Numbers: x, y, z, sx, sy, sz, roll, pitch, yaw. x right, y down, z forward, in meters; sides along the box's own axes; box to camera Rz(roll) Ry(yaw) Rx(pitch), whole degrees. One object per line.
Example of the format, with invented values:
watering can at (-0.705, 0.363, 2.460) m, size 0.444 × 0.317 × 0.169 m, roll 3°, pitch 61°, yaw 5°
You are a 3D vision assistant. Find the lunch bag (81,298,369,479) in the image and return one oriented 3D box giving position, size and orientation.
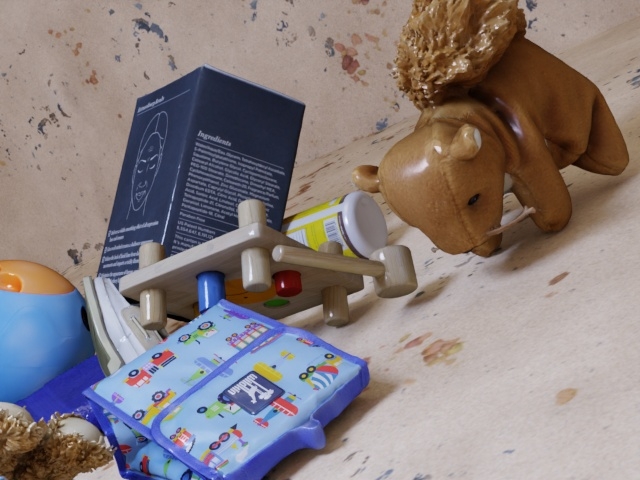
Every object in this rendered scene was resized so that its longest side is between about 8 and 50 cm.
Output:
lunch bag at (-0.093, 0.197, 1.143) m, size 0.221 × 0.138 × 0.293 m, roll -34°, pitch 25°, yaw -32°

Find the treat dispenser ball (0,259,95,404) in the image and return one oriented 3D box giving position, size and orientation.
treat dispenser ball at (-0.541, 0.176, 1.758) m, size 0.288 × 0.288 × 0.288 m, roll -26°, pitch 12°, yaw 6°

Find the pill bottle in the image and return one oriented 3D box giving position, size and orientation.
pill bottle at (0.000, 0.000, 1.721) m, size 0.215 × 0.117 × 0.117 m, roll -19°, pitch 14°, yaw 34°

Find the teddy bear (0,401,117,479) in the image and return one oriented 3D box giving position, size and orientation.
teddy bear at (-0.384, 0.287, 1.157) m, size 0.338 × 0.245 × 0.113 m, roll -25°, pitch 54°, yaw 21°

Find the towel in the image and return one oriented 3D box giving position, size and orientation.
towel at (-0.391, 0.274, 1.557) m, size 0.308 × 0.076 × 0.228 m, roll -32°, pitch 19°, yaw -22°

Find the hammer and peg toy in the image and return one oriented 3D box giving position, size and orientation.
hammer and peg toy at (-0.067, 0.041, 1.376) m, size 0.361 × 0.127 × 0.266 m, roll -22°, pitch -30°, yaw 30°

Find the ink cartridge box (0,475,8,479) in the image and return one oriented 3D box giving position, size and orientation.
ink cartridge box at (-0.447, 0.384, 1.010) m, size 0.308 × 0.129 × 0.223 m, roll -21°, pitch 20°, yaw 29°

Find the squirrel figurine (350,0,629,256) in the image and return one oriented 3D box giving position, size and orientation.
squirrel figurine at (0.185, -0.166, 1.338) m, size 0.281 × 0.396 × 0.370 m, roll -12°, pitch 11°, yaw 40°

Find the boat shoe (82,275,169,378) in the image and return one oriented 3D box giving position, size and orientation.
boat shoe at (-0.274, 0.157, 1.480) m, size 0.103 × 0.113 × 0.302 m, roll -16°, pitch 45°, yaw -18°

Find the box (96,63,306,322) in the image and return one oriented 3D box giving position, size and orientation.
box at (-0.218, -0.066, 1.763) m, size 0.212 × 0.395 × 0.294 m, roll 17°, pitch -12°, yaw -29°
